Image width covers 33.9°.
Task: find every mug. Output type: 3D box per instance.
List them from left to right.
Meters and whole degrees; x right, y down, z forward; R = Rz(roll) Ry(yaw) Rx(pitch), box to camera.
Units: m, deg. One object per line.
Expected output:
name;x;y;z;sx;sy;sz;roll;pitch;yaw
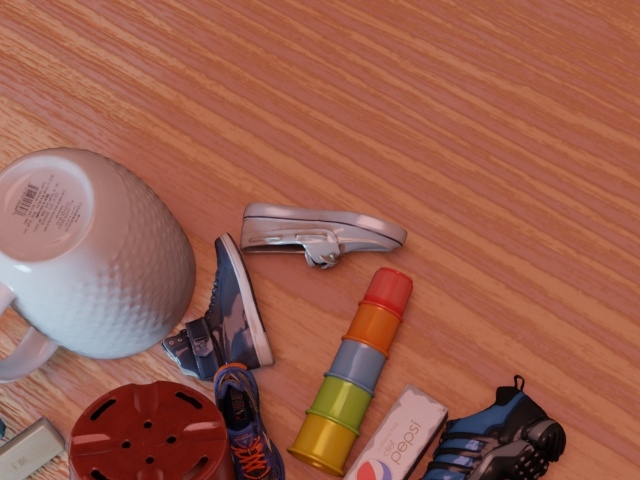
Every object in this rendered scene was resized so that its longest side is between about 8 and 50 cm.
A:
mug;-0.384;0.047;1.553;0.276;0.328;0.374;33;78;17

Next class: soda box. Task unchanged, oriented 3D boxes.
soda box;0.100;0.320;1.534;0.074;0.069;0.216;32;77;17

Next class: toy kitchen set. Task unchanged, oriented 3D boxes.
toy kitchen set;-0.510;0.256;1.640;0.122;0.166;0.207;-35;107;-5

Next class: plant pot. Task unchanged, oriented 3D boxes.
plant pot;-0.219;0.347;1.407;0.272;0.265;0.272;2;41;-1

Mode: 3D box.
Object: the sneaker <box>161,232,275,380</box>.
sneaker;-0.178;0.107;1.635;0.163;0.086;0.226;-16;71;-1

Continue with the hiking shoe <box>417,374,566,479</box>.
hiking shoe;0.203;0.331;1.513;0.304;0.113;0.132;-33;46;-4

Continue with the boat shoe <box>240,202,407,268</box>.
boat shoe;0.000;0.000;1.647;0.267;0.096;0.088;8;76;11

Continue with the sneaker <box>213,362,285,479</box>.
sneaker;-0.113;0.293;1.545;0.083;0.087;0.221;-20;89;2

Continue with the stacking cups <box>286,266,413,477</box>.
stacking cups;0.060;0.194;1.580;0.096;0.096;0.316;23;71;14

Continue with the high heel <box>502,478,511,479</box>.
high heel;0.295;0.512;1.385;0.181;0.127;0.377;-30;80;-14
